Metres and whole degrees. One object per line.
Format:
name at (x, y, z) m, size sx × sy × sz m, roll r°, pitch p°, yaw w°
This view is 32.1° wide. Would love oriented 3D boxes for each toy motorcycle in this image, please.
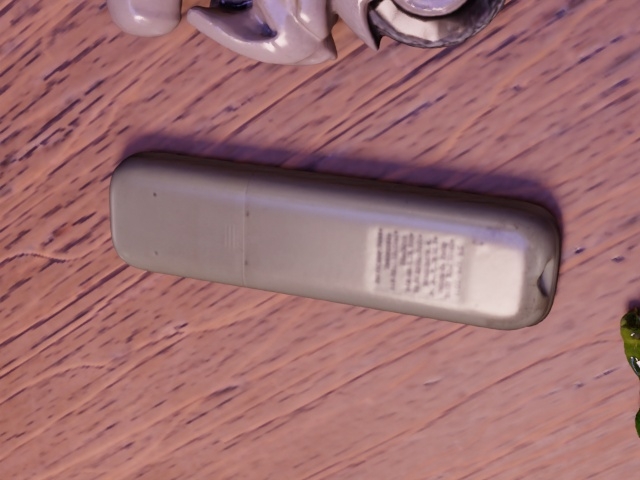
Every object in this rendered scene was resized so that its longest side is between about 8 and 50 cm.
toy motorcycle at (-0.059, -0.221, 0.637) m, size 0.223 × 0.108 × 0.340 m, roll -33°, pitch 103°, yaw 19°

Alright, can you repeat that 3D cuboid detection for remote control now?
remote control at (0.000, 0.001, 0.733) m, size 0.309 × 0.038 × 0.090 m, roll 8°, pitch 112°, yaw 16°

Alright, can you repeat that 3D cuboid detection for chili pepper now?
chili pepper at (0.210, 0.083, 0.701) m, size 0.030 × 0.034 × 0.091 m, roll 8°, pitch 116°, yaw 52°
